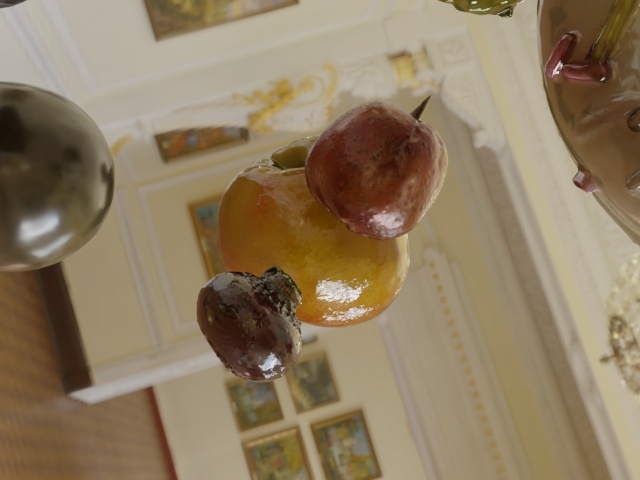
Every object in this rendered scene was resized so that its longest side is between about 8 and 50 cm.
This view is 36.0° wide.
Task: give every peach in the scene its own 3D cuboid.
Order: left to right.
[{"bbox_3d":[-0.002,0.003,1.541,0.289,0.288,0.308,-122,-169,-69],"label":"peach"}]

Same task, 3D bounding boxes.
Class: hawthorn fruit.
[{"bbox_3d":[0.085,-0.104,1.268,0.179,0.200,0.179,40,8,-7],"label":"hawthorn fruit"}]

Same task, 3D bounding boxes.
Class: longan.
[{"bbox_3d":[-0.310,-0.063,0.972,0.196,0.220,0.197,1,90,-79],"label":"longan"}]

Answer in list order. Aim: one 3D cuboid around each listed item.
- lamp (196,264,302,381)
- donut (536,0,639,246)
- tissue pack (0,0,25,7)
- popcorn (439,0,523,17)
[{"bbox_3d":[-0.082,0.100,1.260,0.157,0.135,0.156,53,-1,38],"label":"lamp"},{"bbox_3d":[0.296,-0.141,0.562,0.142,0.382,0.383,3,65,-55],"label":"donut"},{"bbox_3d":[-0.350,-0.258,0.767,0.185,0.257,0.081,20,-86,61],"label":"tissue pack"},{"bbox_3d":[0.193,-0.320,0.872,0.276,0.276,0.226,93,-12,-72],"label":"popcorn"}]
